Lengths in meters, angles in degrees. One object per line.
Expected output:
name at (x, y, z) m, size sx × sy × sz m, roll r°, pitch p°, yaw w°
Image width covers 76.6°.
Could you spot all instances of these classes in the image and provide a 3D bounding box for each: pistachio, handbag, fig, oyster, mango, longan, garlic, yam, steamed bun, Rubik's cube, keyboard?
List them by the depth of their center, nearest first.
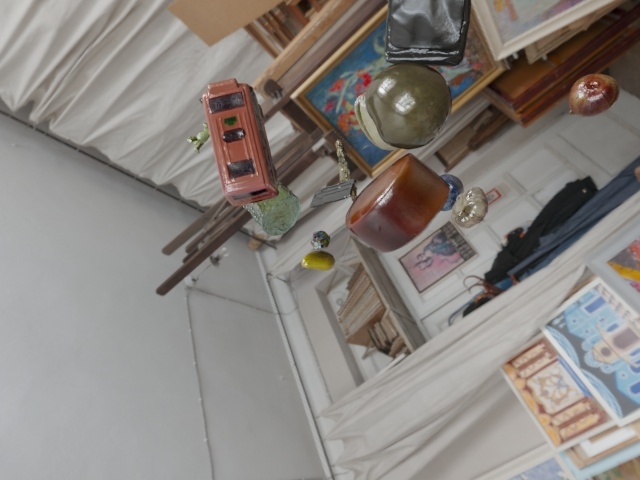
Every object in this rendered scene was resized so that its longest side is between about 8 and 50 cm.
longan at (0.243, -0.382, 1.150) m, size 0.248 × 0.248 × 0.248 m, roll 45°, pitch -162°, yaw -19°
handbag at (0.319, -0.646, 1.216) m, size 0.080 × 0.247 × 0.222 m, roll -52°, pitch -32°, yaw -52°
steamed bun at (0.252, -0.103, 1.428) m, size 0.235 × 0.379 × 0.248 m, roll 37°, pitch -133°, yaw -11°
garlic at (0.559, -0.116, 1.510) m, size 0.102 × 0.158 × 0.147 m, roll 23°, pitch 175°, yaw -21°
yam at (-0.223, -0.155, 1.710) m, size 0.271 × 0.203 × 0.201 m, roll 45°, pitch 158°, yaw 35°
keyboard at (0.051, -0.202, 1.755) m, size 0.016 × 0.263 × 0.106 m, roll 35°, pitch -118°, yaw -32°
pistachio at (0.284, -0.537, 1.784) m, size 0.332 × 0.226 × 0.208 m, roll 37°, pitch -175°, yaw -36°
mango at (-0.010, 0.091, 1.803) m, size 0.161 × 0.076 × 0.103 m, roll -3°, pitch -137°, yaw -27°
fig at (1.212, -0.635, 1.807) m, size 0.205 × 0.205 × 0.205 m, roll 45°, pitch -162°, yaw -19°
oyster at (0.129, -0.342, 2.055) m, size 0.128 × 0.079 × 0.344 m, roll -93°, pitch -12°, yaw -78°
Rubik's cube at (0.000, 0.000, 2.125) m, size 0.111 × 0.111 × 0.093 m, roll 52°, pitch -137°, yaw 2°

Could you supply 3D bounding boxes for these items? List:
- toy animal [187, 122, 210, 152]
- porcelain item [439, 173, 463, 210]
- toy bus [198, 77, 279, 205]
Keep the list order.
toy animal at (-0.495, -0.465, 1.737) m, size 0.073 × 0.181 × 0.136 m, roll 40°, pitch -164°, yaw -21°
porcelain item at (0.549, -0.210, 1.789) m, size 0.147 × 0.147 × 0.114 m, roll 51°, pitch -142°, yaw -1°
toy bus at (-0.295, -0.356, 1.476) m, size 0.233 × 0.203 × 0.425 m, roll 75°, pitch -178°, yaw -86°
